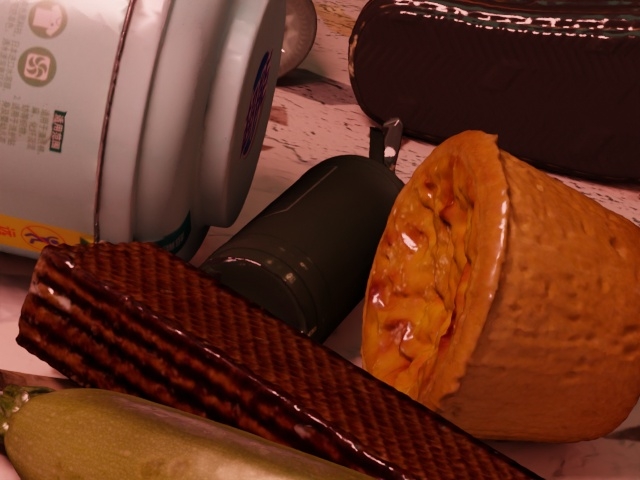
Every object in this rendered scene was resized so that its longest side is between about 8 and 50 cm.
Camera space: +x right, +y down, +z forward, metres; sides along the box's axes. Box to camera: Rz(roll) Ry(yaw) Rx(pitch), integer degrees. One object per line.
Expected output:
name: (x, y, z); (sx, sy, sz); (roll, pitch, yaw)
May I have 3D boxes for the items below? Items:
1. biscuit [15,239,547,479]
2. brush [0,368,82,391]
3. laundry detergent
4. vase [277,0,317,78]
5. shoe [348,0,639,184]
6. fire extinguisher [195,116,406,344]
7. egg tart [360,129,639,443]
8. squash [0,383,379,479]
biscuit: (-0.012, 0.109, 1.158); (0.388, 0.073, 0.107); (29, 18, 32)
brush: (-0.185, 0.088, 1.217); (0.196, 0.021, 0.070); (10, -9, -18)
laundry detergent: (-0.191, -0.126, 1.384); (0.305, 0.287, 0.287); (13, 23, 5)
vase: (-0.079, -0.258, 1.942); (0.143, 0.143, 0.299); (6, 27, -12)
shoe: (0.226, -0.174, 1.824); (0.384, 0.171, 0.237); (7, 26, 10)
fire extinguisher: (0.000, 0.000, 1.404); (0.095, 0.114, 0.311); (10, 21, 17)
egg tart: (0.127, 0.039, 1.278); (0.147, 0.202, 0.202); (13, 22, -18)
squash: (-0.079, 0.135, 1.074); (0.341, 0.094, 0.094); (16, 22, 33)
